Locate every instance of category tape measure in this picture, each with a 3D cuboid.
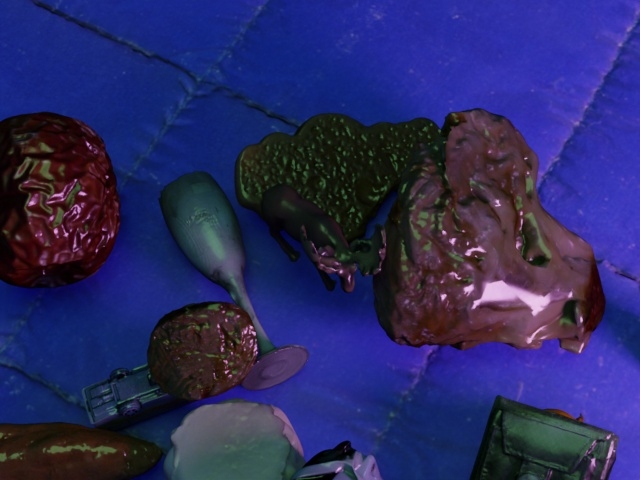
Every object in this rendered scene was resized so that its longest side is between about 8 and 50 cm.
[{"bbox_3d":[0.007,0.338,1.723,0.107,0.182,0.181,27,70,19],"label":"tape measure"}]

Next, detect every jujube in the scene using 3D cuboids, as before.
[{"bbox_3d":[-0.371,-0.059,1.957,0.213,0.213,0.232,-13,68,-1],"label":"jujube"}]

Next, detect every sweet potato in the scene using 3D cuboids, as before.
[{"bbox_3d":[-0.326,0.279,1.837,0.252,0.097,0.097,-1,61,7],"label":"sweet potato"}]

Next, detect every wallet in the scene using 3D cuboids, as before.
[{"bbox_3d":[0.251,0.321,1.736,0.160,0.055,0.236,17,87,15],"label":"wallet"}]

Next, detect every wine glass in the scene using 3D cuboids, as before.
[{"bbox_3d":[-0.086,-0.005,1.887,0.096,0.264,0.309,-5,54,-36],"label":"wine glass"}]

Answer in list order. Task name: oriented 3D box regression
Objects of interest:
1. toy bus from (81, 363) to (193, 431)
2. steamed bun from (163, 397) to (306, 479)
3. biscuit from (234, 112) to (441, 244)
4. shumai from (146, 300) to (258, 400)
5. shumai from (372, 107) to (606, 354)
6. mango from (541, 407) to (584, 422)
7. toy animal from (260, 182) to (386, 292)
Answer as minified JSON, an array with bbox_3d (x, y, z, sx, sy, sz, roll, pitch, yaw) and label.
[{"bbox_3d":[-0.211,0.193,1.881,0.191,0.075,0.064,-19,60,-5],"label":"toy bus"},{"bbox_3d":[-0.102,0.285,1.805,0.183,0.106,0.182,-1,58,2],"label":"steamed bun"},{"bbox_3d":[0.038,-0.094,2.004,0.320,0.047,0.183,-25,86,-17],"label":"biscuit"},{"bbox_3d":[-0.140,0.130,1.826,0.123,0.139,0.105,59,34,-2],"label":"shumai"},{"bbox_3d":[0.234,0.012,1.856,0.283,0.217,0.346,24,64,18],"label":"shumai"},{"bbox_3d":[0.262,0.282,1.794,0.101,0.066,0.187,38,78,11],"label":"mango"},{"bbox_3d":[0.000,0.000,1.832,0.214,0.186,0.094,38,74,23],"label":"toy animal"}]
